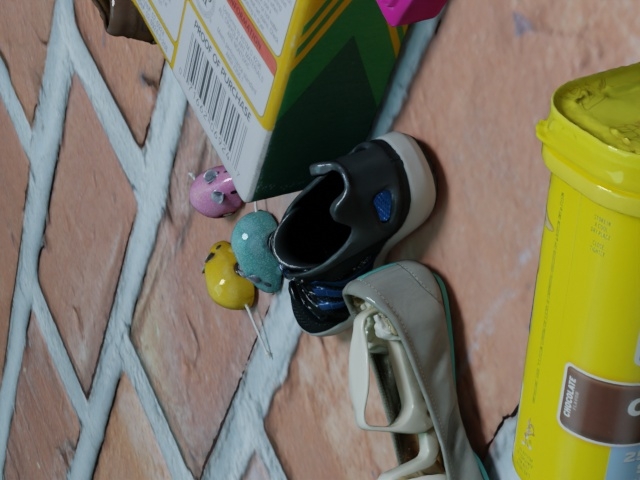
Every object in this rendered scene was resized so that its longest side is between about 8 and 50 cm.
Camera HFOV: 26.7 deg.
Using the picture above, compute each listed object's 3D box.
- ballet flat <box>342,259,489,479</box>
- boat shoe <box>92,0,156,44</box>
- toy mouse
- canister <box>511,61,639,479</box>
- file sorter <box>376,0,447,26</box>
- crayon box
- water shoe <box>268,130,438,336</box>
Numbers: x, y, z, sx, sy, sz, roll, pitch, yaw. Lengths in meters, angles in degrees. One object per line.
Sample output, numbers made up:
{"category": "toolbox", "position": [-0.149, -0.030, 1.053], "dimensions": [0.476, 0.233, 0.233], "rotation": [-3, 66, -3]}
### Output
{"category": "ballet flat", "position": [0.055, 0.119, 0.796], "dimensions": [0.072, 0.068, 0.213], "rotation": [-11, 93, 63]}
{"category": "boat shoe", "position": [-0.173, -0.247, 1.036], "dimensions": [0.257, 0.095, 0.095], "rotation": [55, 146, 36]}
{"category": "toy mouse", "position": [-0.066, -0.010, 1.009], "dimensions": [0.161, 0.031, 0.143], "rotation": [62, 149, 27]}
{"category": "canister", "position": [0.140, 0.020, 0.529], "dimensions": [0.073, 0.126, 0.170], "rotation": [43, 140, 47]}
{"category": "file sorter", "position": [0.107, -0.242, 0.408], "dimensions": [0.202, 0.182, 0.290], "rotation": [66, 152, 18]}
{"category": "crayon box", "position": [-0.020, -0.204, 0.774], "dimensions": [0.203, 0.083, 0.323], "rotation": [60, 150, 29]}
{"category": "water shoe", "position": [0.000, 0.000, 0.833], "dimensions": [0.073, 0.080, 0.203], "rotation": [64, 151, 24]}
